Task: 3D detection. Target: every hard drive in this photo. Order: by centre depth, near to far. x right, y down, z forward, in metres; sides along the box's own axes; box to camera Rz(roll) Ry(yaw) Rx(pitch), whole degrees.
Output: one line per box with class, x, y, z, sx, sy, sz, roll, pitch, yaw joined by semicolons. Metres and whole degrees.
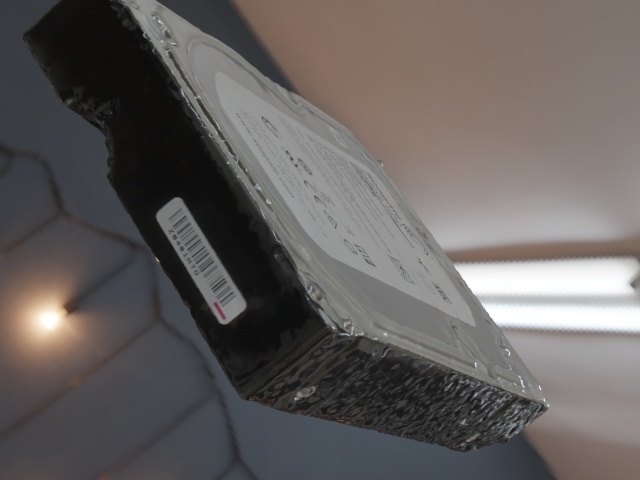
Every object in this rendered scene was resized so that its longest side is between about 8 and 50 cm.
hard drive;0.000;0.000;0.784;0.237;0.064;0.339;56;13;26
